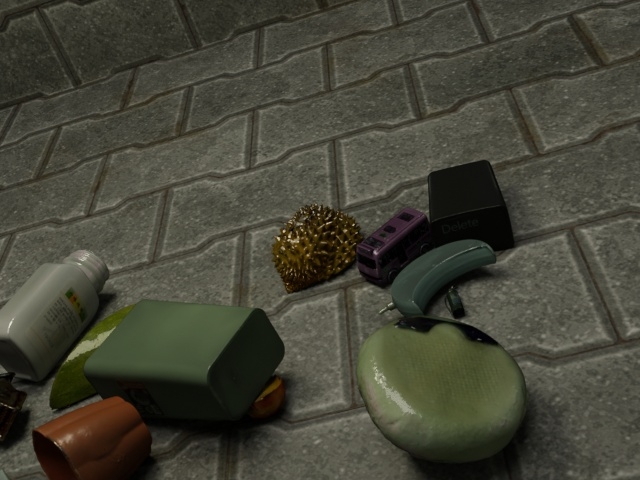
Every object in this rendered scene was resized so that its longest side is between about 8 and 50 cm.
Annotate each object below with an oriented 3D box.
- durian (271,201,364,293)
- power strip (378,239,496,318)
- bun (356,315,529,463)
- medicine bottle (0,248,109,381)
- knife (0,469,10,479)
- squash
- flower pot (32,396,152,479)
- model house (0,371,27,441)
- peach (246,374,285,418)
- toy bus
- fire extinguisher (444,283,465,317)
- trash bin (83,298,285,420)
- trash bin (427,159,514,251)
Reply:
[{"bbox_3d":[-0.009,-0.009,2.080,0.183,0.138,0.250,-8,29,33],"label":"durian"},{"bbox_3d":[0.228,0.083,1.856,0.253,0.054,0.167,-36,19,-16],"label":"power strip"},{"bbox_3d":[0.195,0.273,1.535,0.293,0.187,0.293,6,40,-5],"label":"bun"},{"bbox_3d":[-0.626,0.162,2.126,0.124,0.179,0.324,3,41,31],"label":"medicine bottle"},{"bbox_3d":[-0.615,0.507,1.783,0.044,0.023,0.162,-38,38,-16],"label":"knife"},{"bbox_3d":[-0.504,0.246,2.003,0.252,0.093,0.169,-24,45,-4],"label":"squash"},{"bbox_3d":[-0.423,0.392,1.716,0.190,0.190,0.173,16,37,42],"label":"flower pot"},{"bbox_3d":[-0.706,0.382,1.956,0.152,0.106,0.165,31,95,37],"label":"model house"},{"bbox_3d":[-0.109,0.306,1.753,0.098,0.061,0.098,-22,16,7],"label":"peach"},{"bbox_3d":[0.159,0.010,1.984,0.178,0.098,0.087,-38,38,-23],"label":"toy bus"},{"bbox_3d":[0.268,0.123,1.835,0.038,0.025,0.083,-37,30,18],"label":"fire extinguisher"},{"bbox_3d":[-0.269,0.234,1.798,0.343,0.158,0.223,-5,36,41],"label":"trash bin"},{"bbox_3d":[0.322,-0.075,2.002,0.165,0.115,0.225,-13,33,11],"label":"trash bin"}]
